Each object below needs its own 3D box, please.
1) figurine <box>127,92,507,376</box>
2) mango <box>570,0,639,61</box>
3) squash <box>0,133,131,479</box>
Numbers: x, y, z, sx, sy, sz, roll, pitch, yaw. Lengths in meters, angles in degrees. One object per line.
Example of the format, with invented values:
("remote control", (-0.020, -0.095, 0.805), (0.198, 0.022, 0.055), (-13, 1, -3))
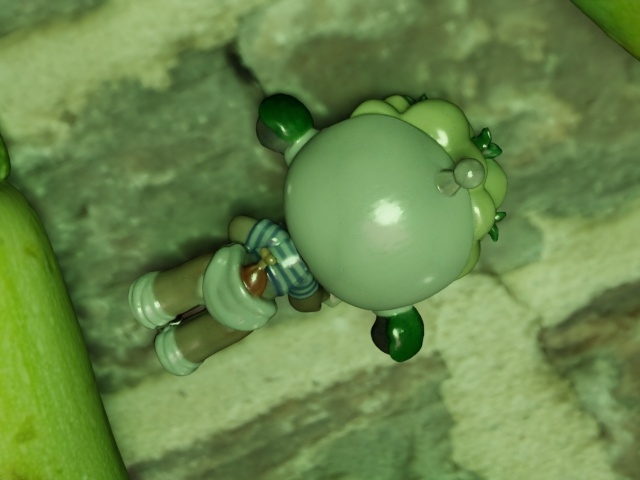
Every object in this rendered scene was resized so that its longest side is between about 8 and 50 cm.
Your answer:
("figurine", (0.001, -0.001, 0.650), (0.197, 0.093, 0.147), (-26, 98, 25))
("mango", (0.176, -0.125, 0.569), (0.194, 0.092, 0.130), (16, 125, 1))
("squash", (-0.182, 0.054, 0.663), (0.137, 0.137, 0.288), (-7, 120, 5))
